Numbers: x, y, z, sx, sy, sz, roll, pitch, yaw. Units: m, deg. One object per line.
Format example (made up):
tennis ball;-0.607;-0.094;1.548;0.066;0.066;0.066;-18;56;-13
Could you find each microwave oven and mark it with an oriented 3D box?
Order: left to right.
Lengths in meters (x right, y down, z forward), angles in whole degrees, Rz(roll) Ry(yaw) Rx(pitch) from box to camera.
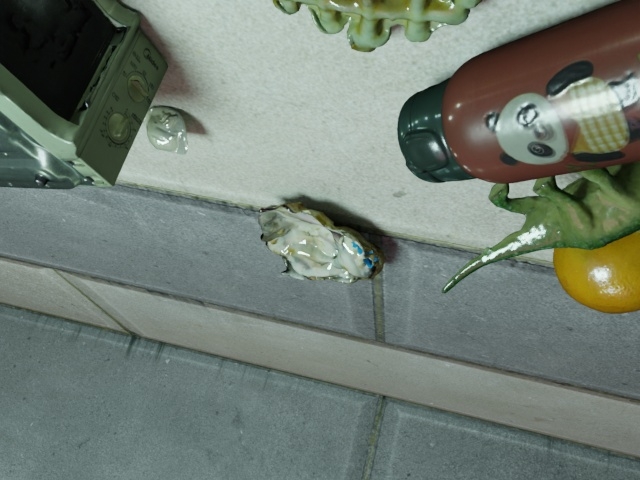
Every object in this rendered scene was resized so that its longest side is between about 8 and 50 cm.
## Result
microwave oven;-0.394;-0.220;0.695;0.286;0.219;0.355;3;153;26

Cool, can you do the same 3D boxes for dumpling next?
dumpling;-0.224;-0.160;0.923;0.052;0.076;0.057;-14;142;-17

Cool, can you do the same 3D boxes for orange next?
orange;0.375;0.017;0.810;0.156;0.156;0.124;-10;125;46

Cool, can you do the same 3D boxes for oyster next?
oyster;0.000;0.000;1.103;0.214;0.083;0.223;7;150;13

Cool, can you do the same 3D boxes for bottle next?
bottle;0.223;-0.128;0.602;0.144;0.144;0.336;33;153;-34

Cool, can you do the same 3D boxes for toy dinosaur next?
toy dinosaur;0.368;-0.022;0.729;0.300;0.087;0.447;28;132;-18

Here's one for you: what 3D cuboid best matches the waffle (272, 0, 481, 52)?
waffle;0.020;-0.273;0.506;0.309;0.056;0.291;28;155;-27
